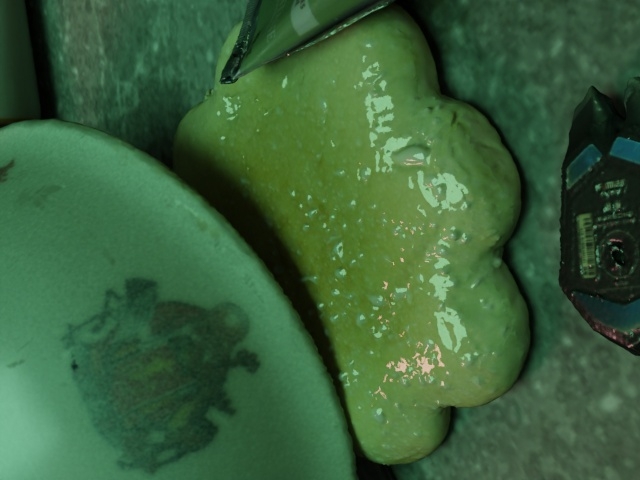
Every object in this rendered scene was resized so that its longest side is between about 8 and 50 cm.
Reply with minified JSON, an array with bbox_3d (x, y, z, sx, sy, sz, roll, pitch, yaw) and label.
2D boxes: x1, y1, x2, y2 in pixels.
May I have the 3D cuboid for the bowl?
[{"bbox_3d":[-0.201,0.152,0.708,0.435,0.196,0.434,21,127,31],"label":"bowl"}]

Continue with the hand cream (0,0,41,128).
[{"bbox_3d":[-0.314,-0.204,0.907,0.140,0.089,0.314,-1,97,46],"label":"hand cream"}]

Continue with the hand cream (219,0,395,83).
[{"bbox_3d":[0.031,-0.156,0.550,0.235,0.055,0.086,-17,46,41],"label":"hand cream"}]

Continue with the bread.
[{"bbox_3d":[0.000,0.000,0.655,0.316,0.054,0.315,16,113,41],"label":"bread"}]

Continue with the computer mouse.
[{"bbox_3d":[0.155,-0.012,0.488,0.079,0.047,0.135,-14,80,54],"label":"computer mouse"}]
